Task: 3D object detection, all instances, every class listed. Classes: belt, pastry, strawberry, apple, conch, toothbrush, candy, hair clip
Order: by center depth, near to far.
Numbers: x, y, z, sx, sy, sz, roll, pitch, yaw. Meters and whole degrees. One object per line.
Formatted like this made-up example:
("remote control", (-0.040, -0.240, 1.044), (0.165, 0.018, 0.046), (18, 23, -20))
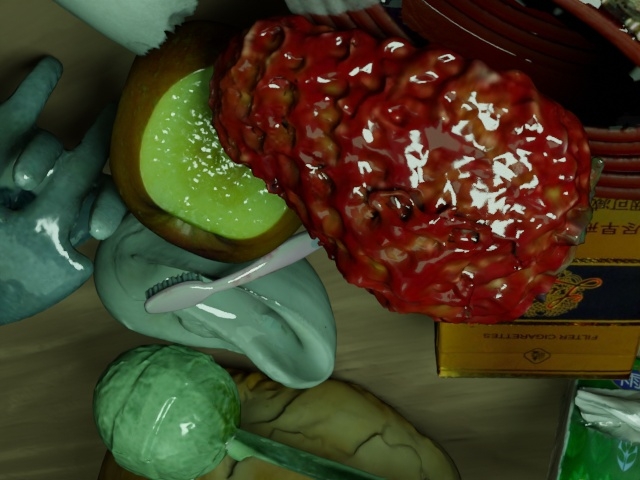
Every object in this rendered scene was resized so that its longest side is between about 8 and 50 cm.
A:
("belt", (0.113, -0.149, 0.639), (0.324, 0.115, 0.227), (27, 144, -5))
("strawberry", (0.033, -0.026, 0.662), (0.236, 0.111, 0.190), (25, 150, -1))
("apple", (-0.066, -0.063, 0.792), (0.146, 0.147, 0.163), (21, 174, -3))
("toothbrush", (0.000, 0.000, 0.841), (0.269, 0.027, 0.021), (-20, 136, -6))
("hair clip", (-0.313, -0.045, 0.857), (0.318, 0.392, 0.238), (34, 115, -13))
("conch", (-0.080, 0.037, 0.943), (0.221, 0.121, 0.185), (18, 176, 17))
("candy", (0.009, 0.193, 0.956), (0.440, 0.119, 0.119), (18, 143, 17))
("pastry", (-0.037, 0.305, 1.169), (0.409, 0.245, 0.409), (13, 143, 10))

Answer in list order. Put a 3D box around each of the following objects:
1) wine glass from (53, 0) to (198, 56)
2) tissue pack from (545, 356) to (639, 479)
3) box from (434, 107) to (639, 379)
("wine glass", (-0.188, -0.243, 0.658), (0.321, 0.143, 0.143), (39, 140, -22))
("tissue pack", (0.293, 0.178, 0.924), (0.209, 0.148, 0.156), (15, 144, 10))
("box", (0.159, 0.010, 0.827), (0.152, 0.070, 0.237), (0, 142, 5))
